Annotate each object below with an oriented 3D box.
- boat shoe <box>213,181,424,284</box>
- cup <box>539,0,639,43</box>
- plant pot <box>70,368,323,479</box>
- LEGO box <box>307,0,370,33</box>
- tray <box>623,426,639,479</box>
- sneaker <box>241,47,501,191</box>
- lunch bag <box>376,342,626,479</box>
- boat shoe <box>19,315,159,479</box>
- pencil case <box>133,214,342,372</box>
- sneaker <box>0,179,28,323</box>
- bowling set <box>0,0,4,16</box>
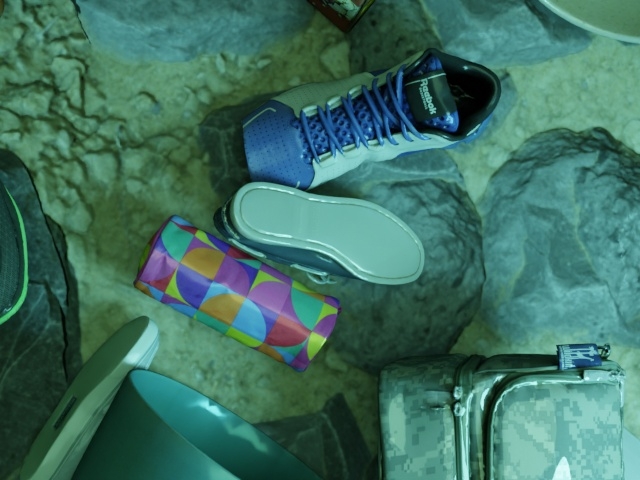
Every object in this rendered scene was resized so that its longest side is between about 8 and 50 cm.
[{"bbox_3d":[0.000,0.000,1.163,0.254,0.079,0.095,11,74,-26],"label":"boat shoe"},{"bbox_3d":[0.393,-0.424,1.146,0.331,0.331,0.237,30,61,-5],"label":"cup"},{"bbox_3d":[-0.142,0.310,1.037,0.293,0.293,0.235,35,88,-5],"label":"plant pot"},{"bbox_3d":[0.053,-0.555,1.141,0.372,0.193,0.500,39,83,-5],"label":"LEGO box"},{"bbox_3d":[0.340,0.303,1.156,0.145,0.030,0.270,-42,51,-8],"label":"tray"},{"bbox_3d":[0.066,-0.147,1.132,0.315,0.182,0.127,-15,88,-8],"label":"sneaker"},{"bbox_3d":[0.199,0.263,1.086,0.256,0.212,0.305,-2,85,13],"label":"lunch bag"},{"bbox_3d":[-0.242,0.193,1.138,0.081,0.079,0.227,39,81,-28],"label":"boat shoe"},{"bbox_3d":[-0.092,0.062,1.147,0.236,0.104,0.104,29,84,-8],"label":"pencil case"},{"bbox_3d":[-0.460,-0.121,1.050,0.185,0.202,0.483,-25,91,-7],"label":"sneaker"},{"bbox_3d":[-0.351,-0.352,1.124,0.287,0.200,0.154,37,44,-4],"label":"bowling set"}]
